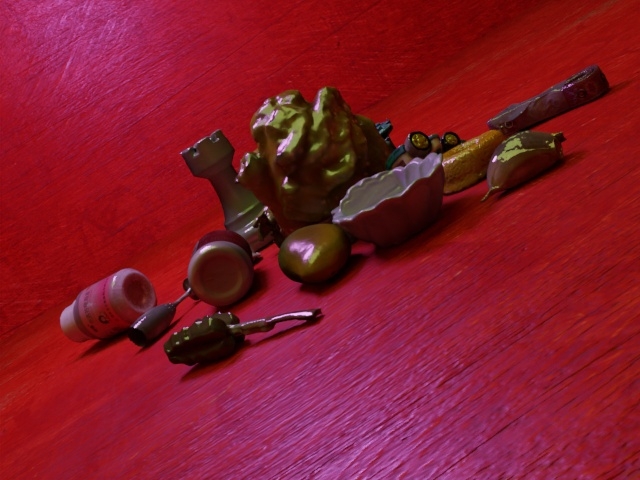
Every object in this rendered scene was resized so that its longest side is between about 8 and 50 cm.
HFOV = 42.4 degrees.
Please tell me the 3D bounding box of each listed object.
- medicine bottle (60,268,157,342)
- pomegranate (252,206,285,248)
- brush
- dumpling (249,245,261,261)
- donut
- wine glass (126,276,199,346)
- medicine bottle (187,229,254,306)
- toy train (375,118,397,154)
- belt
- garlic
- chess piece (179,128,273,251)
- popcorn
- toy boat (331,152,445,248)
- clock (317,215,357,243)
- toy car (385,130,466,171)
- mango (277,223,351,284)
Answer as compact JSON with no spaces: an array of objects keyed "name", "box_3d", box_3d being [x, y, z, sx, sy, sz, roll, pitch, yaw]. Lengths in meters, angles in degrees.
[{"name":"medicine bottle","box_3d":[-0.529,0.170,2.043,0.247,0.147,0.147,-25,13,31]},{"name":"pomegranate","box_3d":[-0.038,-0.122,1.897,0.230,0.231,0.286,-27,41,22]},{"name":"brush","box_3d":[-0.122,0.136,1.283,0.301,0.071,0.084,-17,14,37]},{"name":"dumpling","box_3d":[-0.169,0.041,1.904,0.076,0.057,0.052,124,149,-41]},{"name":"donut","box_3d":[0.265,-0.142,1.454,0.151,0.058,0.152,-29,10,6]},{"name":"wine glass","box_3d":[-0.333,0.154,1.783,0.066,0.066,0.198,-23,14,40]},{"name":"medicine bottle","box_3d":[-0.203,0.049,1.701,0.131,0.131,0.250,-32,11,0]},{"name":"toy train","box_3d":[0.134,-0.209,2.004,0.154,0.107,0.198,-38,10,9]},{"name":"belt","box_3d":[0.419,-0.253,1.529,0.232,0.053,0.071,-24,21,36]},{"name":"garlic","box_3d":[0.296,-0.122,1.243,0.152,0.066,0.084,-27,14,14]},{"name":"chess piece","box_3d":[-0.218,-0.122,2.054,0.194,0.299,0.194,-31,10,6]},{"name":"popcorn","box_3d":[0.007,-0.167,1.663,0.290,0.325,0.321,136,155,-77]},{"name":"toy boat","box_3d":[0.116,-0.057,1.371,0.199,0.100,0.290,-34,12,-14]},{"name":"clock","box_3d":[0.000,0.000,1.567,0.152,0.050,0.110,-29,11,15]},{"name":"toy car","box_3d":[0.207,-0.133,1.558,0.161,0.098,0.126,-5,-28,-27]},{"name":"mango","box_3d":[-0.005,0.025,1.408,0.122,0.086,0.191,-27,19,-17]}]
